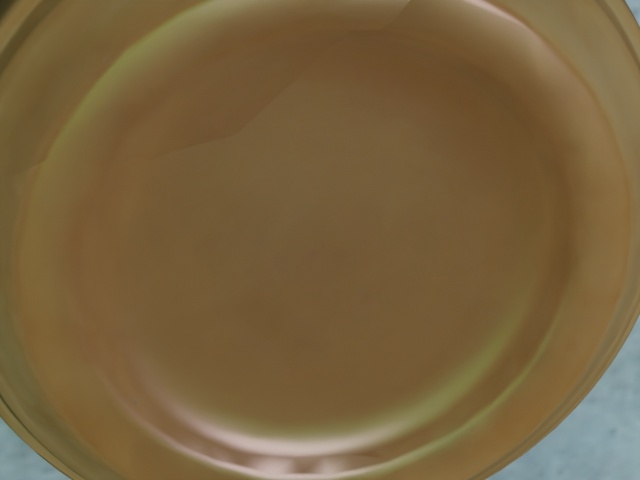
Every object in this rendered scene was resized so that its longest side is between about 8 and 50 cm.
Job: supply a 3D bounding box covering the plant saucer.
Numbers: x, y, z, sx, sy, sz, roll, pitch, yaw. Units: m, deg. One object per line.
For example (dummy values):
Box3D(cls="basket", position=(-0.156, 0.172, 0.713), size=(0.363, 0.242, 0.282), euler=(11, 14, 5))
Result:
Box3D(cls="plant saucer", position=(0.000, 0.000, 0.388), size=(0.200, 0.037, 0.200), euler=(-4, 117, -9))
